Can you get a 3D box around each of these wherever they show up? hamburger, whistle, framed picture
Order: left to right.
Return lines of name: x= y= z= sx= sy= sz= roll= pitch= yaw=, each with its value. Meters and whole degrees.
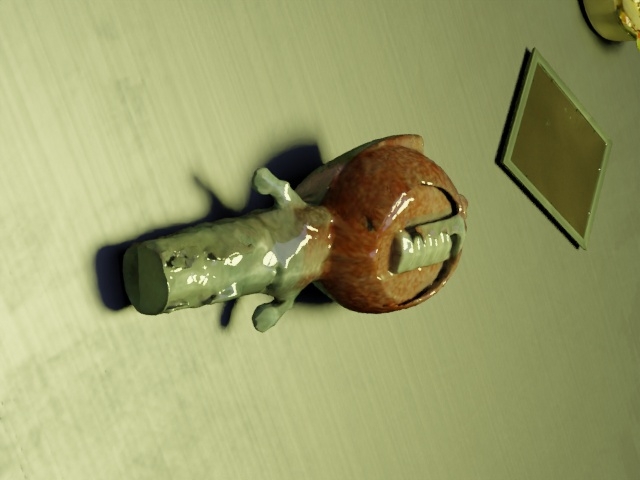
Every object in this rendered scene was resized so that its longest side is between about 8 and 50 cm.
whistle: x=0.001 y=0.000 z=1.196 sx=0.346 sy=0.133 sz=0.142 roll=-13 pitch=134 yaw=-42
framed picture: x=0.250 y=-0.094 z=1.580 sx=0.183 sy=0.011 sz=0.142 roll=40 pitch=58 yaw=-41
hamburger: x=0.346 y=-0.274 z=1.651 sx=0.126 sy=0.081 sz=0.141 roll=10 pitch=79 yaw=-49
